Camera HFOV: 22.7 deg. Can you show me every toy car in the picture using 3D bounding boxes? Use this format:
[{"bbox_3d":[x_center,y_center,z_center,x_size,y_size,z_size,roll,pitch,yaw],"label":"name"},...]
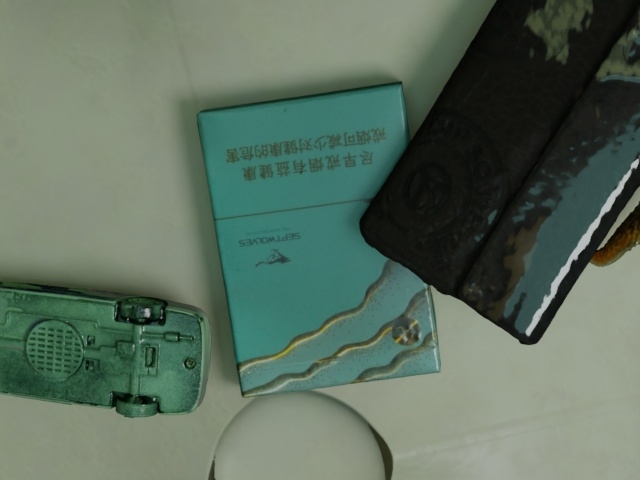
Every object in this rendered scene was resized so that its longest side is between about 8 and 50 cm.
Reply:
[{"bbox_3d":[-0.195,0.080,1.255,0.224,0.076,0.090,6,101,11],"label":"toy car"}]

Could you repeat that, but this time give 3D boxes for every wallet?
[{"bbox_3d":[0.169,-0.098,1.153,0.170,0.044,0.321,35,97,26],"label":"wallet"}]

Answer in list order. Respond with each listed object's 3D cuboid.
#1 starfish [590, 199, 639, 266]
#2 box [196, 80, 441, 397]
[{"bbox_3d":[0.281,-0.081,1.166,0.050,0.138,0.247,25,93,-17],"label":"starfish"},{"bbox_3d":[0.000,0.001,1.245,0.162,0.041,0.229,-8,98,5],"label":"box"}]
